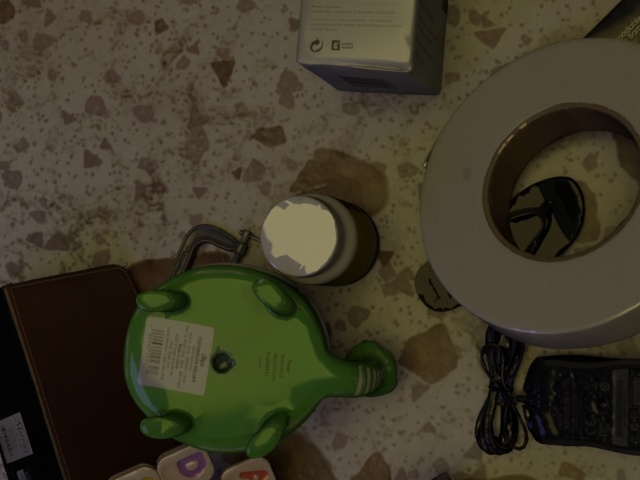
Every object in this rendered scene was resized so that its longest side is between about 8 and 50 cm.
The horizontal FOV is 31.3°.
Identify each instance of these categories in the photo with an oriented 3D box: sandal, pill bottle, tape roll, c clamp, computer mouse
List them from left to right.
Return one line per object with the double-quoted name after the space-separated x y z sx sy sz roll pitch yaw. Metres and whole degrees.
-0.148 0.048 1.605 0.137 0.022 0.161 30 94 14 "c clamp"
0.000 0.000 1.472 0.119 0.208 0.119 -1 87 14 "pill bottle"
0.238 0.012 1.488 0.254 0.054 0.097 -38 79 10 "sandal"
0.303 -0.061 1.385 0.392 0.072 0.392 -15 61 30 "tape roll"
0.339 0.195 1.450 0.272 0.072 0.189 6 91 27 "computer mouse"

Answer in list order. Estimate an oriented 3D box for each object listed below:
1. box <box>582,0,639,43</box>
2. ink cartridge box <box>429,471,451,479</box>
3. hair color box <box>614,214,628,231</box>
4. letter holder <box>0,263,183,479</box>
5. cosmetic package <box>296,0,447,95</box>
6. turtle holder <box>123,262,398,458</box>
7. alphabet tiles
0.432 -0.242 1.464 0.116 0.029 0.162 -46 75 8 "box"
0.096 0.429 1.444 0.232 0.171 0.168 -33 80 10 "ink cartridge box"
0.553 -0.084 1.381 0.185 0.113 0.374 44 99 13 "hair color box"
-0.339 0.206 1.596 0.152 0.214 0.302 -27 80 44 "letter holder"
0.081 -0.394 1.471 0.156 0.217 0.385 6 91 15 "cosmetic package"
-0.083 0.134 1.471 0.320 0.227 0.243 -21 90 6 "turtle holder"
-0.170 0.411 1.515 0.278 0.021 0.284 -23 106 -8 "alphabet tiles"
